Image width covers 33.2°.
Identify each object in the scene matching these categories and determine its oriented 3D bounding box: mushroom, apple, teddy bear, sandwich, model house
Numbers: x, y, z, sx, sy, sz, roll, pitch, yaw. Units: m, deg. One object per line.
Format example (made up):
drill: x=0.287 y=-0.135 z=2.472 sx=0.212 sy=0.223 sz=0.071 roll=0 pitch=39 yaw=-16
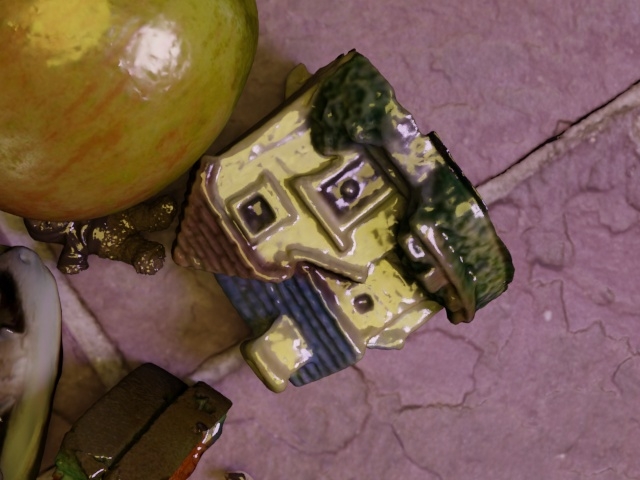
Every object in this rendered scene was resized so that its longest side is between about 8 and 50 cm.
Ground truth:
mushroom: x=-0.360 y=0.133 z=1.059 sx=0.164 sy=0.189 sz=0.266 roll=1 pitch=108 yaw=7
apple: x=-0.225 y=-0.190 z=0.972 sx=0.340 sy=0.339 sz=0.339 roll=-1 pitch=95 yaw=-14
teddy bear: x=-0.230 y=-0.014 z=1.132 sx=0.161 sy=0.078 sz=0.119 roll=12 pitch=73 yaw=7
sandwich: x=-0.193 y=0.227 z=1.091 sx=0.109 sy=0.292 sz=0.212 roll=35 pitch=126 yaw=4
model house: x=0.000 y=0.000 z=1.094 sx=0.266 sy=0.261 sz=0.321 roll=-35 pitch=98 yaw=-7

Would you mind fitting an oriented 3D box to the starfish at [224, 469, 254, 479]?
starfish: x=-0.006 y=0.464 z=1.197 sx=0.398 sy=0.132 sz=0.383 roll=9 pitch=85 yaw=-1
